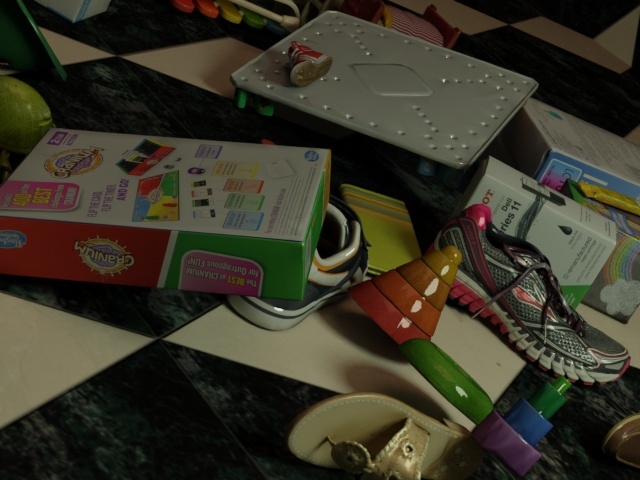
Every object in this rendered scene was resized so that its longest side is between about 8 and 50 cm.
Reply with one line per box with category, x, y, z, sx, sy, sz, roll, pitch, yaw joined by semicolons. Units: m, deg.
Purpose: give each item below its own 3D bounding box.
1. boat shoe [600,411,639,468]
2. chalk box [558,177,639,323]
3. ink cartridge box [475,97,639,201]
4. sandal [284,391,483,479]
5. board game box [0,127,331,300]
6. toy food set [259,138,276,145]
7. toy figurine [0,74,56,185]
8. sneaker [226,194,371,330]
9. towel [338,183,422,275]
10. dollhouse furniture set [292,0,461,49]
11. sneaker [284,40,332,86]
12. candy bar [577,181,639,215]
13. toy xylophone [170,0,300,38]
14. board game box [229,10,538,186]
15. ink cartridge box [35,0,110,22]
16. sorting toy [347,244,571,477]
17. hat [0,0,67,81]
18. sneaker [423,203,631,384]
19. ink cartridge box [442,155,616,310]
boat shoe;0.405;0.246;1.579;0.178;0.064;0.060;12;26;-41
chalk box;0.395;0.004;1.998;0.213;0.132;0.132;27;22;-7
ink cartridge box;0.486;-0.080;2.260;0.395;0.151;0.270;19;24;-17
sandal;0.081;0.208;1.258;0.240;0.088;0.079;17;22;-40
board game box;-0.158;-0.034;1.355;0.316;0.064;0.242;5;26;5
toy food set;-0.132;-0.060;1.558;0.232;0.105;0.111;2;34;-47
toy figurine;-0.434;-0.241;1.428;0.362;0.217;0.191;26;28;-6
sneaker;0.000;0.000;1.562;0.126;0.127;0.321;30;21;7
towel;0.083;-0.006;1.811;0.102;0.021;0.237;16;26;-14
dollhouse furniture set;0.073;-0.444;2.559;0.201;0.152;0.374;10;29;-37
sneaker;-0.035;-0.268;2.014;0.067;0.042;0.118;27;26;17
candy bar;0.459;-0.055;2.002;0.161;0.018;0.040;19;28;-24
toy xylophone;-0.166;-0.429;2.340;0.322;0.081;0.236;18;24;-24
board game box;0.108;-0.234;2.101;0.389;0.050;0.390;22;32;15
ink cartridge box;-0.369;-0.401;2.035;0.092;0.090;0.143;30;21;4
sorting toy;0.159;0.105;1.430;0.127;0.126;0.365;41;4;-33
hat;-0.450;-0.243;1.693;0.173;0.183;0.208;52;-9;36
sneaker;0.276;0.076;1.721;0.299;0.112;0.121;36;22;3
ink cartridge box;0.284;0.001;1.851;0.208;0.153;0.087;27;23;0
